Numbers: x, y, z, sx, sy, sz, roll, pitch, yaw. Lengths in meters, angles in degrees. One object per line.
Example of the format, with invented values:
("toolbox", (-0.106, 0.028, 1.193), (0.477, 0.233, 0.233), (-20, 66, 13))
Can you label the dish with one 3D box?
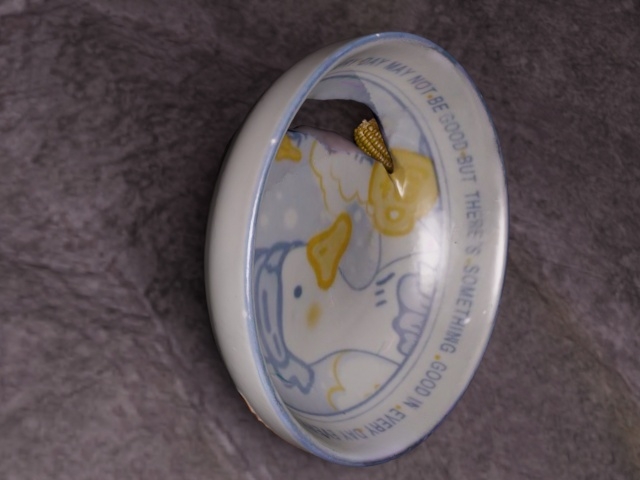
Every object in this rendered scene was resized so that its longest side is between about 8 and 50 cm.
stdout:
("dish", (0.000, 0.000, 0.765), (0.273, 0.134, 0.273), (-11, 105, -49))

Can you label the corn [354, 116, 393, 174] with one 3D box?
("corn", (0.061, -0.055, 0.890), (0.037, 0.037, 0.092), (-32, 81, -37))
